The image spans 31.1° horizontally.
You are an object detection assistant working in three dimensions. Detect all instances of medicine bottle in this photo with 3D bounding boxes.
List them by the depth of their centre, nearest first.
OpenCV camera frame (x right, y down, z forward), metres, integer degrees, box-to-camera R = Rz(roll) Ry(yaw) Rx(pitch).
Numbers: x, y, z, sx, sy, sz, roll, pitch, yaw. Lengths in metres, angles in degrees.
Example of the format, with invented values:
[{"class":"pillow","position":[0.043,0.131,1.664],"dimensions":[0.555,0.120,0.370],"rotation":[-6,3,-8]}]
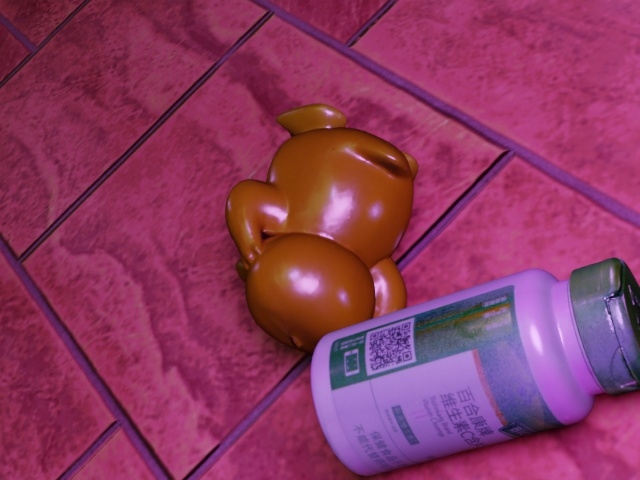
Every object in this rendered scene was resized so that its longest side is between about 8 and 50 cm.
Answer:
[{"class":"medicine bottle","position":[0.138,0.103,0.964],"dimensions":[0.274,0.133,0.133],"rotation":[-21,45,23]}]

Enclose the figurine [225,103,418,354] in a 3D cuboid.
[{"class":"figurine","position":[0.005,-0.008,1.128],"dimensions":[0.215,0.215,0.228],"rotation":[25,86,47]}]
